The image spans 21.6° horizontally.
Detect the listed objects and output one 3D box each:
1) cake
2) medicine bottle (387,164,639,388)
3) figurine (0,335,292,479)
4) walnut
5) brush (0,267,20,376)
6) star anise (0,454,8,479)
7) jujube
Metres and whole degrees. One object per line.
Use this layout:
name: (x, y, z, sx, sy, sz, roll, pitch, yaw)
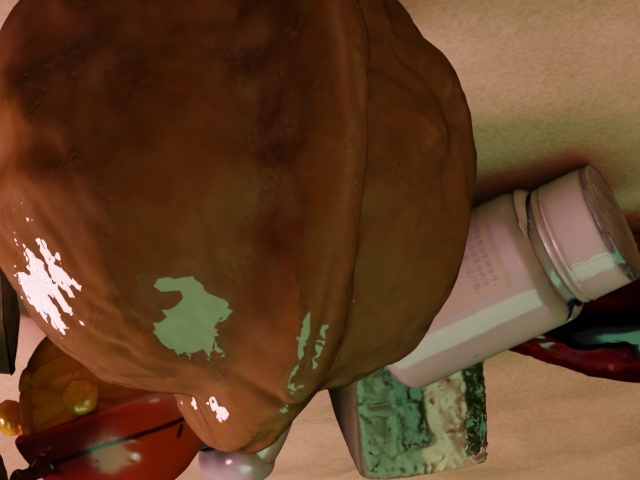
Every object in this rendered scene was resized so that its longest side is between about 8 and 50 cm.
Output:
cake: (0.106, 0.139, 1.810, 0.158, 0.172, 0.283, -10, 151, -11)
medicine bottle: (0.173, 0.035, 1.635, 0.258, 0.143, 0.143, -26, 148, 20)
figurine: (-0.193, 0.186, 1.818, 0.323, 0.196, 0.320, 6, 161, -36)
walnut: (-0.069, -0.050, 1.192, 0.384, 0.383, 0.383, -5, 153, -2)
brush: (-0.336, 0.040, 1.655, 0.065, 0.070, 0.327, 7, 150, -4)
star anise: (-0.391, 0.178, 1.668, 0.108, 0.315, 0.315, -23, 153, -4)
jujube: (0.295, 0.073, 1.744, 0.236, 0.168, 0.168, -4, 153, 2)
